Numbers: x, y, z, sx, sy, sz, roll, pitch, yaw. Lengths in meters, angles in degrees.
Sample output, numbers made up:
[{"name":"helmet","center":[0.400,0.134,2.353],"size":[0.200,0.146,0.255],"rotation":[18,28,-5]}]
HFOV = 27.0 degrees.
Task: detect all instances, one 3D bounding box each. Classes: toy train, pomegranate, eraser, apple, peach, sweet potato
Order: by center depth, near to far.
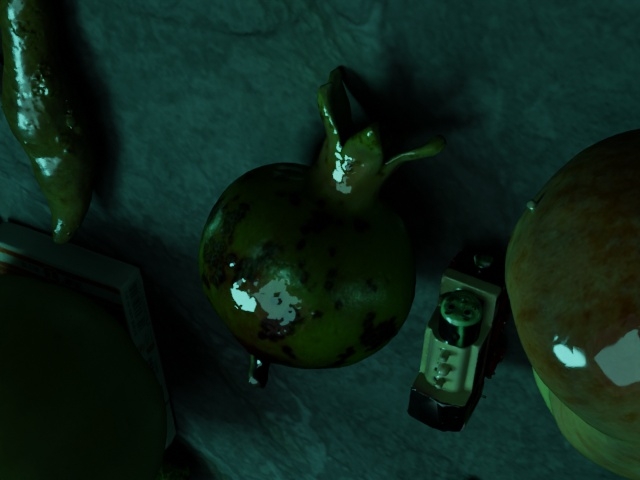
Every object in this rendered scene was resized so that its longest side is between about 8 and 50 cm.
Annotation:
[{"name":"peach","center":[0.222,0.032,0.750],"size":[0.232,0.232,0.232],"rotation":[21,138,21]},{"name":"pomegranate","center":[0.001,-0.002,0.909],"size":[0.156,0.156,0.220],"rotation":[33,137,7]},{"name":"toy train","center":[0.100,0.071,0.948],"size":[0.050,0.087,0.138],"rotation":[20,139,17]},{"name":"sweet potato","center":[-0.216,-0.108,1.042],"size":[0.067,0.067,0.274],"rotation":[19,135,23]},{"name":"apple","center":[-0.268,0.159,1.151],"size":[0.262,0.262,0.262],"rotation":[21,138,21]},{"name":"eraser","center":[-0.224,0.096,1.265],"size":[0.157,0.038,0.230],"rotation":[17,136,24]}]

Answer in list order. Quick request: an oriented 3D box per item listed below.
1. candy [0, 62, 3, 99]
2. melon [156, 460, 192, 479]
[{"name":"candy","center":[-0.329,-0.158,1.072],"size":[0.092,0.073,0.160],"rotation":[-17,116,44]},{"name":"melon","center":[-0.283,0.269,1.342],"size":[0.265,0.169,0.129],"rotation":[7,164,34]}]
